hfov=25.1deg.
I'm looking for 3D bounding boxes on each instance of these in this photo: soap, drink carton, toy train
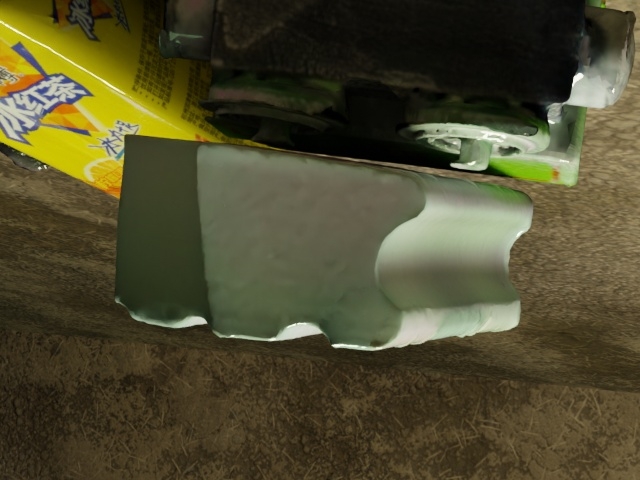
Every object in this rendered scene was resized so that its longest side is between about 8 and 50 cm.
[{"bbox_3d":[0.000,0.000,0.978,0.208,0.115,0.347,8,-177,23],"label":"soap"},{"bbox_3d":[-0.187,-0.136,1.170,0.154,0.111,0.351,-17,150,35],"label":"drink carton"},{"bbox_3d":[0.056,-0.133,0.985,0.307,0.173,0.249,7,176,9],"label":"toy train"}]

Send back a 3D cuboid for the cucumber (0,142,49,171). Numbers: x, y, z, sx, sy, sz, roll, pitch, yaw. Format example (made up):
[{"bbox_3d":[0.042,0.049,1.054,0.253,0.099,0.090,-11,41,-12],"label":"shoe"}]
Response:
[{"bbox_3d":[-0.357,-0.140,1.501,0.067,0.067,0.245,4,164,26],"label":"cucumber"}]
